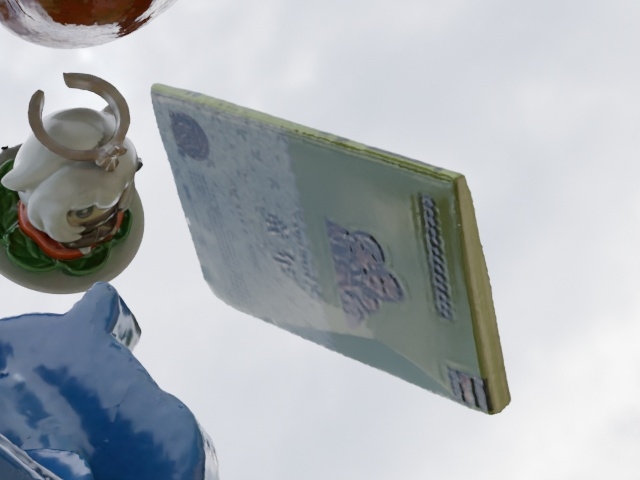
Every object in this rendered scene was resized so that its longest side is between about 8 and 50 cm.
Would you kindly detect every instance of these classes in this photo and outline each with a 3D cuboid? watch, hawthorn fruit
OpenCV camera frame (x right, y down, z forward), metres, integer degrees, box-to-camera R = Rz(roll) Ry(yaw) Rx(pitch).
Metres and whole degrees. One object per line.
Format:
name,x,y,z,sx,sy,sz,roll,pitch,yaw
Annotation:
watch,-0.223,0.067,0.725,0.241,0.305,0.274,-48,-24,-5
hawthorn fruit,-0.155,-0.244,1.185,0.225,0.196,0.196,-24,-47,-31

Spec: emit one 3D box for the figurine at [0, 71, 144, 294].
figurine,-0.175,-0.050,1.119,0.132,0.132,0.153,-23,-19,-27

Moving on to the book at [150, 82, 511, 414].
book,0.000,0.000,1.375,0.035,0.352,0.239,-39,-49,-31
